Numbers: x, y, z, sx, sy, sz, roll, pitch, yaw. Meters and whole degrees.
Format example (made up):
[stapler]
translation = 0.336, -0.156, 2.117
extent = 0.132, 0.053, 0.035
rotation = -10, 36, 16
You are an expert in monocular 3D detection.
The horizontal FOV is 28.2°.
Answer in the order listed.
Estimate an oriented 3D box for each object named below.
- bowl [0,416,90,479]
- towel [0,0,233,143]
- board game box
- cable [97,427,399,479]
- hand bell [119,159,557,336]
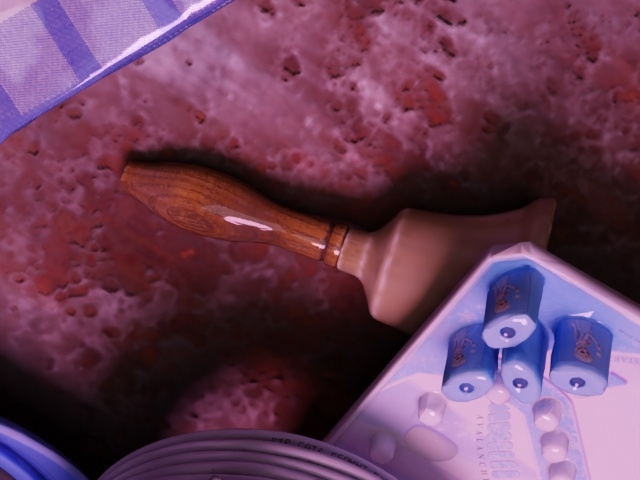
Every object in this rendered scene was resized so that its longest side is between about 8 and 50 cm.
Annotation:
[bowl]
translation = -0.287, 0.265, 0.723
extent = 0.391, 0.077, 0.391
rotation = -8, 105, -29
[towel]
translation = -0.172, -0.218, 0.680
extent = 0.209, 0.034, 0.285
rotation = -29, 106, 8
[board game box]
translation = 0.160, 0.228, 0.738
extent = 0.390, 0.050, 0.390
rotation = 30, 127, -9
[cable]
translation = -0.032, 0.217, 0.691
extent = 0.257, 0.089, 0.257
rotation = 36, 127, -15
[hand bell]
translation = 0.000, 0.000, 0.729
extent = 0.242, 0.126, 0.126
rotation = 17, 106, 5
